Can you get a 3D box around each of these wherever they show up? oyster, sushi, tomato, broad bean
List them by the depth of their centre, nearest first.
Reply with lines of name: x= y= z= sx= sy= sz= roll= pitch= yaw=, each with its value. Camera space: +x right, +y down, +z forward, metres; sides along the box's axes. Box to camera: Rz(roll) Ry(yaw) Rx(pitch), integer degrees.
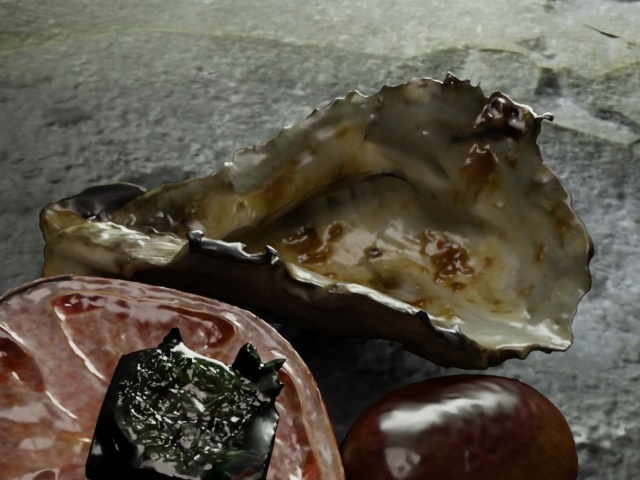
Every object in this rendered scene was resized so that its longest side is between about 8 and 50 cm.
sushi: x=-0.063 y=0.090 z=0.736 sx=0.083 sy=0.056 sz=0.085 roll=11 pitch=51 yaw=2
tomato: x=-0.104 y=0.132 z=0.784 sx=0.236 sy=0.095 sz=0.237 roll=9 pitch=50 yaw=-11
broad bean: x=0.078 y=0.126 z=0.864 sx=0.165 sy=0.084 sz=0.114 roll=-3 pitch=52 yaw=-31
oyster: x=0.002 y=0.008 z=0.912 sx=0.337 sy=0.133 sz=0.198 roll=-5 pitch=53 yaw=-21
